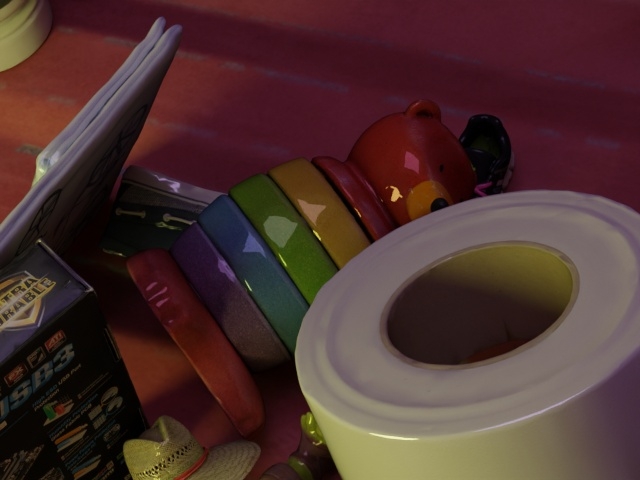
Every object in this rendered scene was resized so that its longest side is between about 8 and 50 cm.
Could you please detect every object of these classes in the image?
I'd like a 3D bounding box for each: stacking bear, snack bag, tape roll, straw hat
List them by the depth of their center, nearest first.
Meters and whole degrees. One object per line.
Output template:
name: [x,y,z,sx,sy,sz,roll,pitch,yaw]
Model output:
tape roll: [0.129,0.082,1.113,0.286,0.100,0.286,-16,30,10]
straw hat: [-0.121,0.171,1.188,0.144,0.061,0.144,-28,11,6]
snack bag: [-0.248,0.005,1.267,0.037,0.323,0.342,36,60,-2]
stacking bear: [0.000,0.000,1.272,0.289,0.175,0.164,-34,26,-4]

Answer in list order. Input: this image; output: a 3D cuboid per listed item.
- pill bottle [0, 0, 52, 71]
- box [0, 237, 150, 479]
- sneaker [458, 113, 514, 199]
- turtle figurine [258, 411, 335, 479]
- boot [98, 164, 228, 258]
pill bottle: [-0.384,-0.310,1.550,0.161,0.283,0.161,-7,52,9]
box: [-0.266,0.181,1.127,0.073,0.293,0.295,38,69,27]
sneaker: [0.132,-0.044,1.350,0.063,0.075,0.170,8,55,19]
turtle figurine: [-0.048,0.233,1.158,0.217,0.087,0.269,-35,20,-21]
boot: [-0.107,-0.001,1.393,0.190,0.069,0.086,17,82,20]
